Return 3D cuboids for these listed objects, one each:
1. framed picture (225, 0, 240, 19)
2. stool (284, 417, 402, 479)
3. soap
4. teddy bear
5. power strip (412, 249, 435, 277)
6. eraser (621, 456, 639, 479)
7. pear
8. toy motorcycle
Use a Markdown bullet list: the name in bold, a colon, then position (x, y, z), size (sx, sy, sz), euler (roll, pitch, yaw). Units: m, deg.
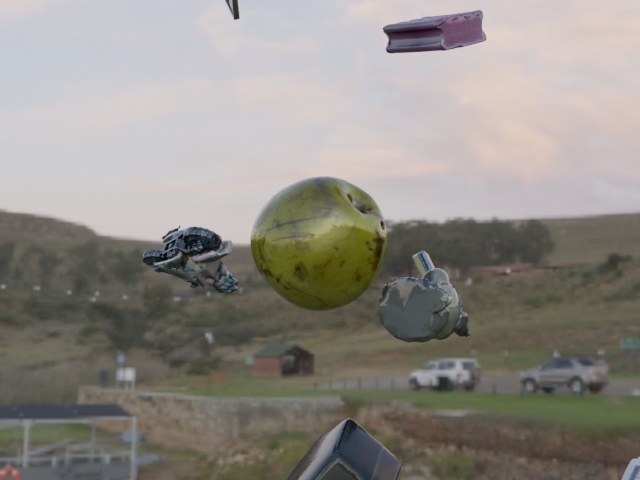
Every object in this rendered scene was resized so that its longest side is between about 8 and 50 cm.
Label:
- **framed picture**: position (-0.194, -0.563, 1.892), size (0.015, 0.150, 0.203), euler (-15, -40, -11)
- **stool**: position (0.024, 0.428, 1.610), size (0.141, 0.232, 0.232), euler (40, -11, -1)
- **soap**: position (0.233, -0.426, 1.953), size (0.122, 0.065, 0.203), euler (-18, 16, -25)
- **teddy bear**: position (0.197, 0.125, 1.884), size (0.171, 0.144, 0.251), euler (1, -3, 20)
- **power strip**: position (0.248, 0.085, 2.134), size (0.032, 0.123, 0.056), euler (-28, -16, 12)
- **eraser**: position (0.705, 0.469, 1.748), size (0.279, 0.081, 0.124), euler (-1, 13, 30)
- **pear**: position (0.000, 0.000, 1.904), size (0.284, 0.283, 0.283), euler (1, -8, 0)
- **toy motorcycle**: position (-0.238, 0.046, 1.981), size (0.204, 0.108, 0.239), euler (31, -16, -27)
